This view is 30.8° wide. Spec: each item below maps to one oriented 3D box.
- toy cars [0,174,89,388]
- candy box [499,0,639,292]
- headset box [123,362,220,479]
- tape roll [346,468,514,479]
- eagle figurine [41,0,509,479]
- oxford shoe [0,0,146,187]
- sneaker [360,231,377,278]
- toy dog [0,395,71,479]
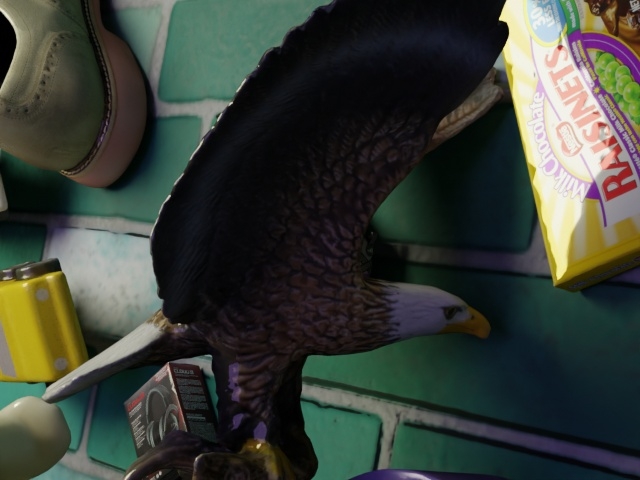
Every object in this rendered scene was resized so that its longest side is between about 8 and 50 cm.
[{"bbox_3d":[-0.298,0.009,0.999,0.394,0.087,0.176,52,148,40],"label":"toy cars"},{"bbox_3d":[0.155,-0.084,0.643,0.105,0.027,0.206,-30,59,42],"label":"candy box"},{"bbox_3d":[-0.110,0.135,0.859,0.062,0.032,0.083,-41,55,32],"label":"headset box"},{"bbox_3d":[0.062,0.219,0.624,0.189,0.080,0.189,-13,71,43],"label":"tape roll"},{"bbox_3d":[-0.002,0.001,0.648,0.226,0.225,0.298,10,90,49],"label":"eagle figurine"},{"bbox_3d":[-0.284,-0.212,1.043,0.140,0.146,0.397,-55,47,21],"label":"oxford shoe"},{"bbox_3d":[0.000,0.000,0.778,0.098,0.038,0.069,15,89,37],"label":"sneaker"},{"bbox_3d":[-0.230,0.299,0.749,0.395,0.284,0.408,-65,7,-17],"label":"toy dog"}]
